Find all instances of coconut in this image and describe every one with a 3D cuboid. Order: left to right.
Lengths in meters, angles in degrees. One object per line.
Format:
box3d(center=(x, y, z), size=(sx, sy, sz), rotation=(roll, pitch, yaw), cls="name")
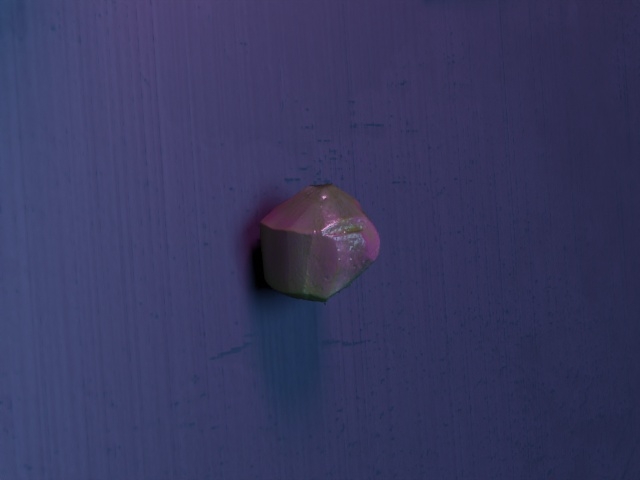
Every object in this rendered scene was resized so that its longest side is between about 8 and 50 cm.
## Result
box3d(center=(0.000, 0.000, 0.892), size=(0.082, 0.083, 0.081), rotation=(-29, 121, -71), cls="coconut")
